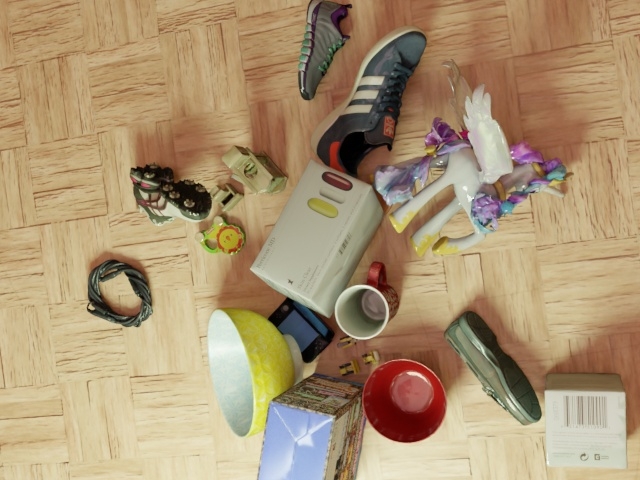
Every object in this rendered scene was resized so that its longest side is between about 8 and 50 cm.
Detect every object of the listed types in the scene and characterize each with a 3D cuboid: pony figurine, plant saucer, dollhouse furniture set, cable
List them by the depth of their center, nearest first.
[{"bbox_3d":[0.293,-0.151,1.741,0.363,0.303,0.351,-29,116,13],"label":"pony figurine"},{"bbox_3d":[0.119,-0.091,1.901,0.083,0.013,0.083,1,92,16],"label":"plant saucer"},{"bbox_3d":[-0.179,-0.113,1.901,0.161,0.182,0.101,-44,81,14],"label":"dollhouse furniture set"},{"bbox_3d":[-0.477,0.130,2.078,0.184,0.047,0.151,18,93,18],"label":"cable"}]

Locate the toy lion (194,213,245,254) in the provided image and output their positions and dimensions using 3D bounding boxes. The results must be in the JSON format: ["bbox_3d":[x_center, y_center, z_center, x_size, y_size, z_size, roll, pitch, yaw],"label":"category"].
[{"bbox_3d":[-0.228,-0.005,2.002,0.100,0.034,0.096,-38,89,15],"label":"toy lion"}]

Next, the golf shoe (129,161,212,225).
[{"bbox_3d":[-0.336,-0.085,1.967,0.273,0.105,0.120,30,124,43],"label":"golf shoe"}]

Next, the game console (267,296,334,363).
[{"bbox_3d":[-0.046,0.193,1.926,0.144,0.085,0.124,46,103,10],"label":"game console"}]

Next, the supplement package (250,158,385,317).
[{"bbox_3d":[0.000,0.000,1.793,0.145,0.204,0.262,25,81,18],"label":"supplement package"}]

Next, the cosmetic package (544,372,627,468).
[{"bbox_3d":[0.524,0.353,1.712,0.151,0.183,0.151,-2,92,17],"label":"cosmetic package"}]

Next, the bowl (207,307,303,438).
[{"bbox_3d":[-0.130,0.278,1.900,0.156,0.289,0.289,-9,90,-25],"label":"bowl"}]

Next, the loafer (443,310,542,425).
[{"bbox_3d":[0.361,0.277,1.818,0.084,0.096,0.267,-42,73,34],"label":"loafer"}]

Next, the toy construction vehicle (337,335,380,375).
[{"bbox_3d":[0.078,0.253,1.918,0.098,0.035,0.086,-18,88,17],"label":"toy construction vehicle"}]

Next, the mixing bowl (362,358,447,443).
[{"bbox_3d":[0.189,0.335,1.856,0.181,0.098,0.181,1,94,16],"label":"mixing bowl"}]

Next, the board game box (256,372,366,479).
[{"bbox_3d":[-0.011,0.430,1.819,0.141,0.291,0.232,11,95,17],"label":"board game box"}]

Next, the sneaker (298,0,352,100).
[{"bbox_3d":[0.011,-0.416,1.885,0.098,0.083,0.224,9,94,11],"label":"sneaker"}]

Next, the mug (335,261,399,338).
[{"bbox_3d":[0.119,0.129,1.830,0.113,0.169,0.150,43,102,11],"label":"mug"}]

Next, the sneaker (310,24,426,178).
[{"bbox_3d":[0.129,-0.278,1.811,0.350,0.131,0.148,-55,49,21],"label":"sneaker"}]
